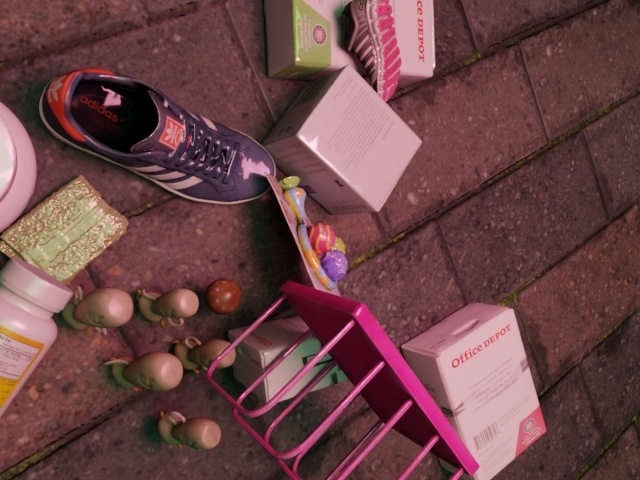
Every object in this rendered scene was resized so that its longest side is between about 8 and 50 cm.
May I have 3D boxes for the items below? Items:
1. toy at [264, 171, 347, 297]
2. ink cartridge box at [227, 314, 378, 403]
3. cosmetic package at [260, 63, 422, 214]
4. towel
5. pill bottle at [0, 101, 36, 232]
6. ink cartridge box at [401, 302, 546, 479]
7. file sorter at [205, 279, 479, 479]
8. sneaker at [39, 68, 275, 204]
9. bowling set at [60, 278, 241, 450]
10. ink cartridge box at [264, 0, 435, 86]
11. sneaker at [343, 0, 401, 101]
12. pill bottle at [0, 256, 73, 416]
[{"bbox_3d":[0.000,0.000,0.874,0.056,0.137,0.237,-32,69,11],"label":"toy"},{"bbox_3d":[-0.027,0.175,0.906,0.203,0.148,0.086,-10,99,-28],"label":"ink cartridge box"},{"bbox_3d":[0.032,-0.156,0.932,0.183,0.151,0.151,41,72,-22],"label":"cosmetic package"},{"bbox_3d":[-0.355,-0.009,0.789,0.148,0.027,0.110,-47,111,-19],"label":"towel"},{"bbox_3d":[-0.399,-0.076,0.605,0.169,0.301,0.169,0,91,-29],"label":"pill bottle"},{"bbox_3d":[0.304,0.290,1.110,0.207,0.117,0.283,-25,103,-26],"label":"ink cartridge box"},{"bbox_3d":[0.018,0.229,0.734,0.182,0.202,0.291,-43,112,-18],"label":"file sorter"},{"bbox_3d":[-0.206,-0.138,0.801,0.350,0.148,0.131,15,84,-29],"label":"sneaker"},{"bbox_3d":[-0.209,0.147,0.829,0.200,0.154,0.287,-40,109,-42],"label":"bowling set"},{"bbox_3d":[0.051,-0.374,0.959,0.273,0.115,0.198,-4,93,-29],"label":"ink cartridge box"},{"bbox_3d":[0.076,-0.297,0.880,0.063,0.075,0.170,-48,138,-36],"label":"sneaker"},{"bbox_3d":[-0.407,0.131,0.703,0.117,0.117,0.208,37,78,-25],"label":"pill bottle"}]
